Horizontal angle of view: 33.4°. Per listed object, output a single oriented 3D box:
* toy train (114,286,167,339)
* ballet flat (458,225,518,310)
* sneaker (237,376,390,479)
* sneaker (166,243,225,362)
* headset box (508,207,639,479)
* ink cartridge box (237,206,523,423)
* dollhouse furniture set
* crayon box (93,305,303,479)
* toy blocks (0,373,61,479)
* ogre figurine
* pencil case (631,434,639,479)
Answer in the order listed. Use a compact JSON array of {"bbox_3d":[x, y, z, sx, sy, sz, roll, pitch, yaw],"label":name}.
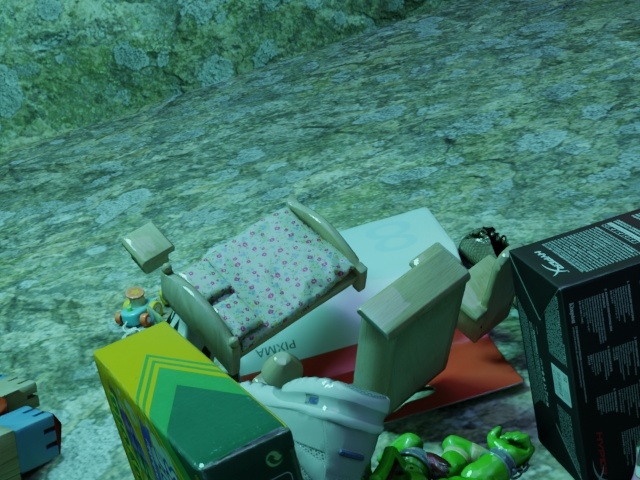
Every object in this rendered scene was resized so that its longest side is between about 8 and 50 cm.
[{"bbox_3d":[-0.214,0.085,1.518,0.166,0.046,0.125,-19,23,-15],"label":"toy train"},{"bbox_3d":[0.248,0.043,1.297,0.084,0.058,0.250,14,16,-29],"label":"ballet flat"},{"bbox_3d":[-0.037,0.197,0.996,0.105,0.115,0.281,21,-20,-15],"label":"sneaker"},{"bbox_3d":[-0.172,0.104,1.290,0.121,0.079,0.217,-11,52,44],"label":"sneaker"},{"bbox_3d":[0.344,0.078,0.999,0.293,0.218,0.110,-18,22,-10],"label":"headset box"},{"bbox_3d":[0.038,0.094,1.303,0.308,0.091,0.385,-15,21,-4],"label":"ink cartridge box"},{"bbox_3d":[0.000,0.000,1.175,0.303,0.174,0.355,-33,60,-26],"label":"dollhouse furniture set"},{"bbox_3d":[-0.110,0.206,0.964,0.083,0.203,0.323,-23,23,-21],"label":"crayon box"},{"bbox_3d":[-0.421,0.227,1.164,0.381,0.191,0.261,6,18,40],"label":"toy blocks"},{"bbox_3d":[0.083,0.221,0.964,0.197,0.097,0.118,6,21,28],"label":"ogre figurine"},{"bbox_3d":[0.326,0.111,0.787,0.160,0.167,0.386,14,70,14],"label":"pencil case"}]
